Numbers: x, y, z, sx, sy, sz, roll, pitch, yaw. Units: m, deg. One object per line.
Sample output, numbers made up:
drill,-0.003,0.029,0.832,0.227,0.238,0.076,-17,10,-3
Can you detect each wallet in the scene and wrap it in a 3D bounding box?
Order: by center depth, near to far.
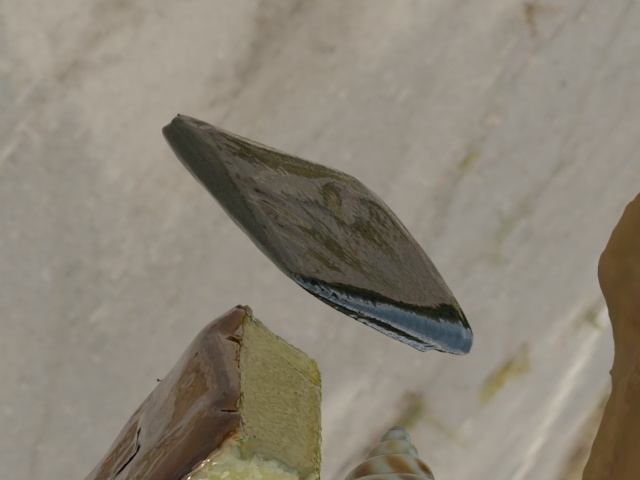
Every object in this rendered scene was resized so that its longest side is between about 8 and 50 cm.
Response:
wallet,0.000,0.000,1.291,0.052,0.168,0.245,-46,149,14

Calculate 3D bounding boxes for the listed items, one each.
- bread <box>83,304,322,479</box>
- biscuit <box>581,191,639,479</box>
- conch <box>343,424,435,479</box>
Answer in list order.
bread,-0.136,0.250,1.830,0.323,0.143,0.333,-51,-170,12
biscuit,0.305,0.106,0.862,0.062,0.385,0.365,41,51,-64
conch,0.056,0.299,1.912,0.275,0.183,0.148,-55,137,-61
